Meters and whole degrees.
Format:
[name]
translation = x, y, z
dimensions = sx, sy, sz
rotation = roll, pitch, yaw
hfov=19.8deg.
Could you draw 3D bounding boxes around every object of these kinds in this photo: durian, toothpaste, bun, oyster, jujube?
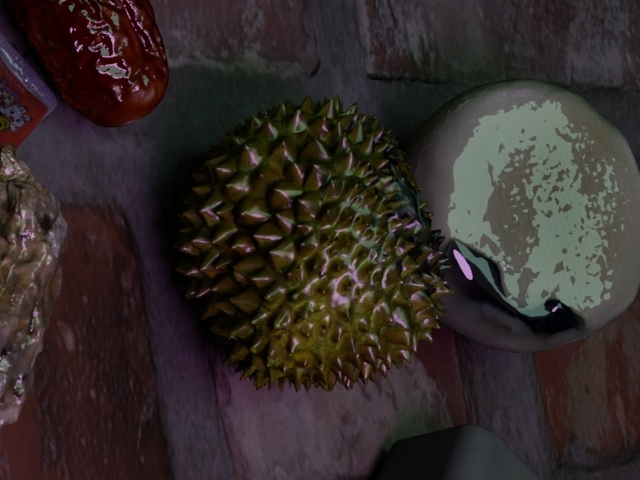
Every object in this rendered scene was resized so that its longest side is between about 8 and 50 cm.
[durian]
translation = 0.001, -0.002, 1.618
dimensions = 0.291, 0.225, 0.291
rotation = 22, 57, -38
[toothpaste]
translation = -0.293, -0.076, 1.484
dimensions = 0.089, 0.057, 0.234
rotation = 51, 40, -22
[bun]
translation = 0.185, -0.023, 1.855
dimensions = 0.283, 0.179, 0.283
rotation = 1, 87, -26
[oyster]
translation = -0.240, 0.043, 1.454
dimensions = 0.133, 0.072, 0.209
rotation = 56, 31, -48
[jujube]
translation = -0.195, -0.182, 1.567
dimensions = 0.112, 0.109, 0.176
rotation = -28, 102, -11

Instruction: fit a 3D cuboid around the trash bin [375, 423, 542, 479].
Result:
[trash bin]
translation = 0.114, 0.365, 1.663
dimensions = 0.223, 0.158, 0.343
rotation = 46, 49, -24
